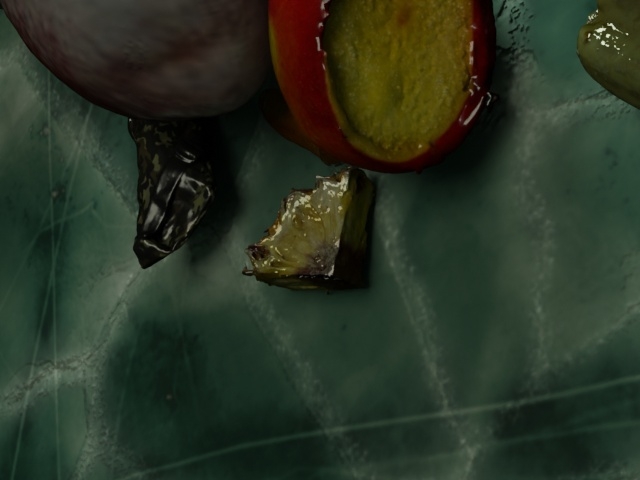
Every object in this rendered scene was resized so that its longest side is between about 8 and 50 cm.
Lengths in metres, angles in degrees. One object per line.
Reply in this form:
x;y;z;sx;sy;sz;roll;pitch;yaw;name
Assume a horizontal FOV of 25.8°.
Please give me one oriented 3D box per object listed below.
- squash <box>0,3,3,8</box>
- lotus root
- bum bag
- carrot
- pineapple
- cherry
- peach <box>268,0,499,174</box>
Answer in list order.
-0.317;-0.473;1.510;0.384;0.263;0.263;-49;51;21;squash
0.262;-0.128;1.003;0.183;0.077;0.090;33;98;45;lotus root
-0.149;-0.091;1.379;0.102;0.069;0.248;-20;56;13;bum bag
-0.017;-0.108;1.280;0.139;0.048;0.048;32;101;52;carrot
0.000;0.000;1.219;0.137;0.069;0.116;-52;49;18;pineapple
-0.151;-0.278;1.265;0.335;0.291;0.326;-126;44;-59;cherry
0.051;-0.164;1.134;0.196;0.190;0.226;-28;54;20;peach
